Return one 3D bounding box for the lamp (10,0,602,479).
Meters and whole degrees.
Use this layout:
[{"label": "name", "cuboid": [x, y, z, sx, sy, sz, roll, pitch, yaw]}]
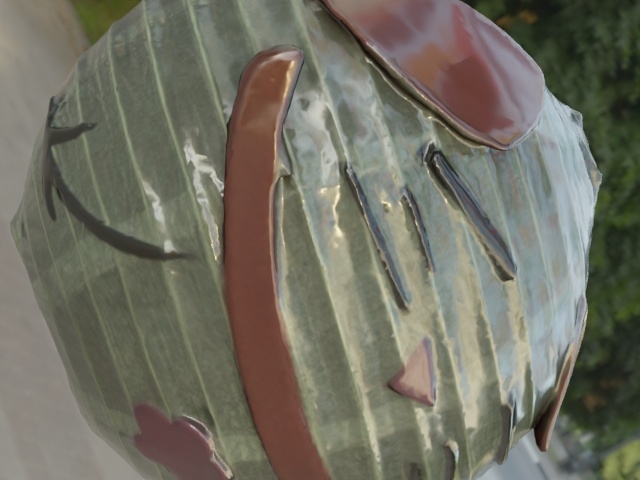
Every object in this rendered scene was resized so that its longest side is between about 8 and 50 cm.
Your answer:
[{"label": "lamp", "cuboid": [0.000, 0.000, 0.577, 0.233, 0.233, 0.265, -113, -178, -47]}]
